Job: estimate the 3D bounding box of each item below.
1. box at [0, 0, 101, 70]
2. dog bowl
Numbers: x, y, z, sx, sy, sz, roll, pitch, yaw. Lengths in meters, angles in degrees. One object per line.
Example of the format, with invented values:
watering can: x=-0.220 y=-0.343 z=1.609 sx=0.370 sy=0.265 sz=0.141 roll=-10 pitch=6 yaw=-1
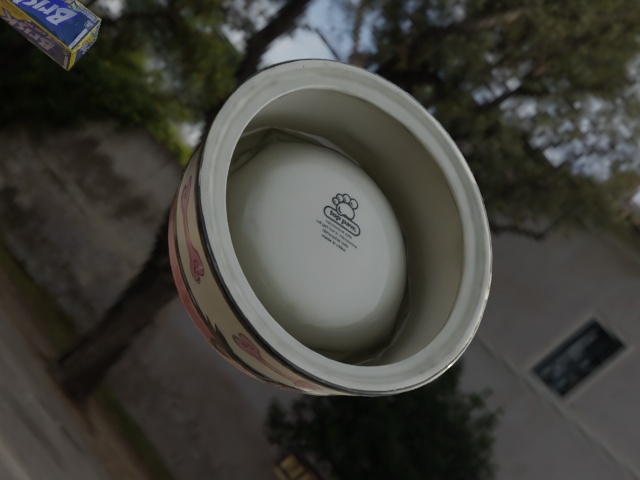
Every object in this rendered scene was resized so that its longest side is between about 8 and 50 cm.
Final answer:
box: x=-0.327 y=-0.268 z=1.714 sx=0.169 sy=0.054 sz=0.059 roll=38 pitch=-21 yaw=0
dog bowl: x=0.000 y=0.000 z=1.826 sx=0.408 sy=0.408 sz=0.150 roll=52 pitch=-37 yaw=-6
